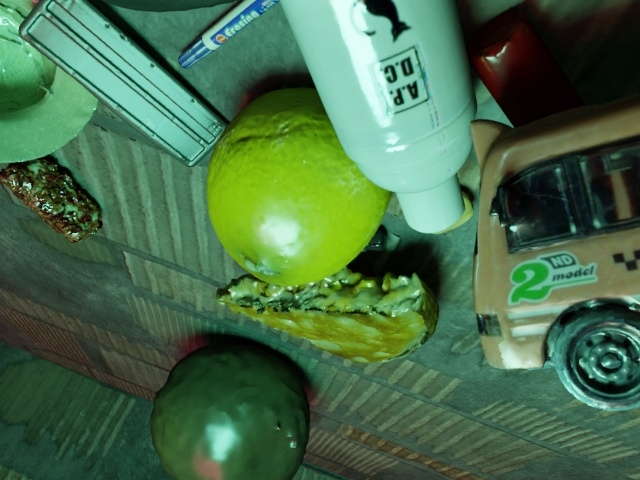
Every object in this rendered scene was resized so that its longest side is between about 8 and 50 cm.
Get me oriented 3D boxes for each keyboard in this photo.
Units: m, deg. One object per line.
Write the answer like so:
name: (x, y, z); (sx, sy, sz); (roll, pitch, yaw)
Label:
keyboard: (-0.212, -0.177, 0.712); (0.103, 0.041, 0.381); (-39, 119, 16)

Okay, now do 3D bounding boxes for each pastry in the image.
pastry: (-0.521, -0.084, 1.008); (0.115, 0.097, 0.209); (6, 146, 30)

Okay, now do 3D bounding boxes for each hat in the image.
hat: (-0.427, -0.243, 0.675); (0.130, 0.257, 0.257); (36, 167, 51)

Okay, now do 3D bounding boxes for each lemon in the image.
lemon: (-0.035, -0.055, 0.661); (0.240, 0.219, 0.240); (18, 151, 10)

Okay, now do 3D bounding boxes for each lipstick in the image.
lipstick: (0.255, -0.112, 0.546); (0.279, 0.073, 0.073); (41, 143, -27)

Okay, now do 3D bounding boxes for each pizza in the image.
pizza: (0.005, 0.110, 0.940); (0.405, 0.130, 0.440); (14, 156, 4)

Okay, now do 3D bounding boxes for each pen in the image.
pen: (-0.106, -0.249, 0.599); (0.204, 0.025, 0.025); (-15, 132, 43)

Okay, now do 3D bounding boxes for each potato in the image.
potato: (0.167, -0.043, 0.713); (0.083, 0.062, 0.068); (-23, 145, 21)

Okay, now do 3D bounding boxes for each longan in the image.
longan: (-0.224, 0.482, 1.383); (0.435, 0.404, 0.404); (37, 145, -10)

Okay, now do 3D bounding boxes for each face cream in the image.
face cream: (0.080, -0.139, 0.507); (0.145, 0.145, 0.370); (-2, 134, 32)

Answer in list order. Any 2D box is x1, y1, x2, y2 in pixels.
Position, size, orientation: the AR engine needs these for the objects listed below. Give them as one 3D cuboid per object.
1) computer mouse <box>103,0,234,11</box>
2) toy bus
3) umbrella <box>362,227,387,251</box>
computer mouse: (-0.183, -0.302, 0.516); (0.269, 0.087, 0.138); (8, 145, 18)
toy bus: (0.329, -0.026, 0.394); (0.426, 0.233, 0.203); (-13, 177, 22)
umbrella: (0.001, 0.002, 0.863); (0.224, 0.072, 0.080); (1, 170, 21)
